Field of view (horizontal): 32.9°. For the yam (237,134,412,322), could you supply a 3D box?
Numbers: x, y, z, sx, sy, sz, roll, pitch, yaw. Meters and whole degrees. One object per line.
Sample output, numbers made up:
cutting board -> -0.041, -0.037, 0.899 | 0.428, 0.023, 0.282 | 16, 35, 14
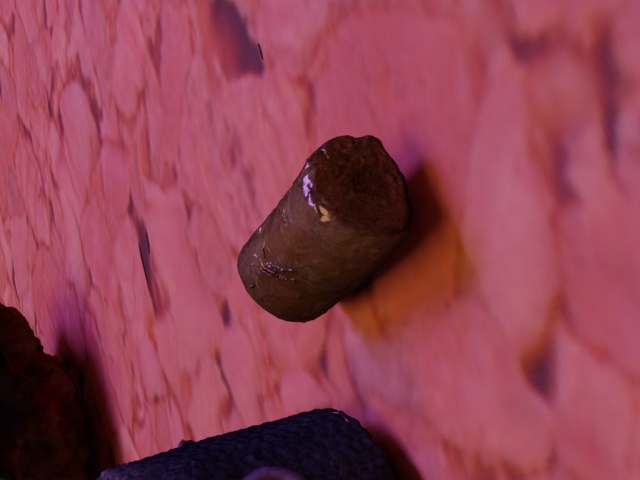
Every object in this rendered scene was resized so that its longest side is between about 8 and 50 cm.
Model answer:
yam -> 0.000, 0.000, 0.375 | 0.094, 0.043, 0.043 | -46, 56, 58

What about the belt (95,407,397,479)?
belt -> -0.022, 0.175, 0.369 | 0.122, 0.128, 0.218 | -28, 73, 61

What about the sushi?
sushi -> -0.255, 0.160, 0.785 | 0.238, 0.219, 0.225 | 54, -171, -2
